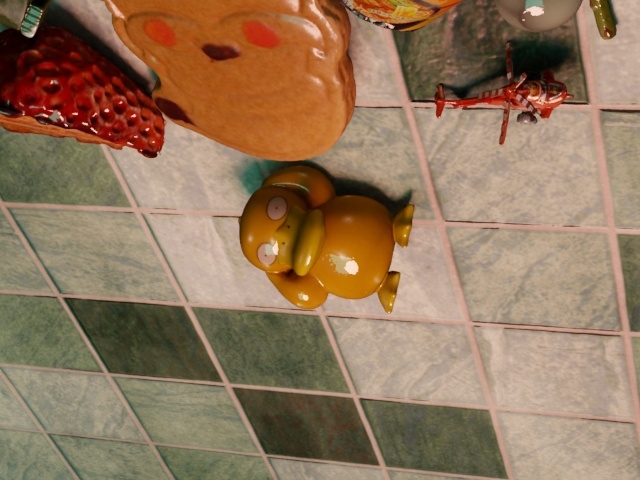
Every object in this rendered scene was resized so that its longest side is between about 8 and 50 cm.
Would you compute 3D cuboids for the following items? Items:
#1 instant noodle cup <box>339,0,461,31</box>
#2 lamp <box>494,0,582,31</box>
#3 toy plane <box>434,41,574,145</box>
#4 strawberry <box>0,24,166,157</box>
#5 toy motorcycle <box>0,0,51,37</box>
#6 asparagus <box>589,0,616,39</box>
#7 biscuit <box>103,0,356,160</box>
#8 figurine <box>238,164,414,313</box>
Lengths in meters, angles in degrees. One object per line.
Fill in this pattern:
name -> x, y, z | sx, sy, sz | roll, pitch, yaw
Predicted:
instant noodle cup -> 0.106, -0.343, 1.535 | 0.230, 0.230, 0.182 | 27, 151, -13
lamp -> 0.250, -0.290, 1.628 | 0.105, 0.105, 0.105 | 12, 144, 9
toy plane -> 0.230, -0.171, 1.801 | 0.077, 0.126, 0.194 | 9, 154, -39
strawberry -> -0.352, -0.212, 1.956 | 0.280, 0.150, 0.253 | 10, 177, 1
toy motorcycle -> -0.415, -0.349, 1.831 | 0.205, 0.127, 0.275 | 20, 138, -4
asparagus -> 0.307, -0.325, 1.625 | 0.025, 0.024, 0.248 | -32, 135, -6
biscuit -> -0.117, -0.265, 1.813 | 0.350, 0.078, 0.455 | 5, 142, 27
figurine -> 0.006, 0.001, 2.066 | 0.228, 0.215, 0.215 | 10, 151, -31
